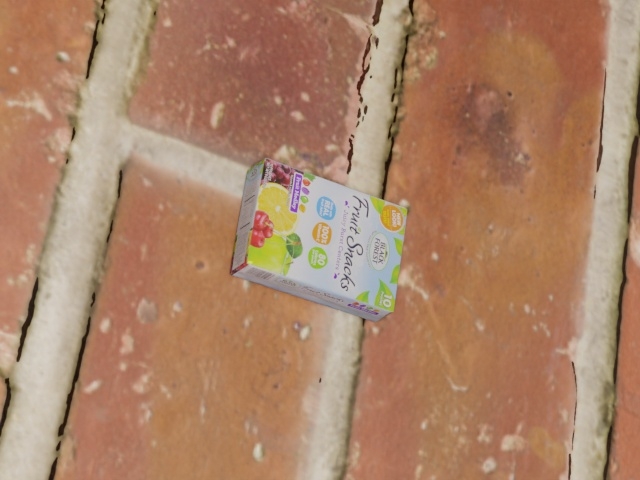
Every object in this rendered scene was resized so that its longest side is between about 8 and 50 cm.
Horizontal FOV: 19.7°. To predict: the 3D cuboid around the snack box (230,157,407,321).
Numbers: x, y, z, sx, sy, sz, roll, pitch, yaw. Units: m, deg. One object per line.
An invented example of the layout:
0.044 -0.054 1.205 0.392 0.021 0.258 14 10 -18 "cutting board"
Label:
0.000 0.000 1.560 0.141 0.037 0.100 20 65 -22 "snack box"
